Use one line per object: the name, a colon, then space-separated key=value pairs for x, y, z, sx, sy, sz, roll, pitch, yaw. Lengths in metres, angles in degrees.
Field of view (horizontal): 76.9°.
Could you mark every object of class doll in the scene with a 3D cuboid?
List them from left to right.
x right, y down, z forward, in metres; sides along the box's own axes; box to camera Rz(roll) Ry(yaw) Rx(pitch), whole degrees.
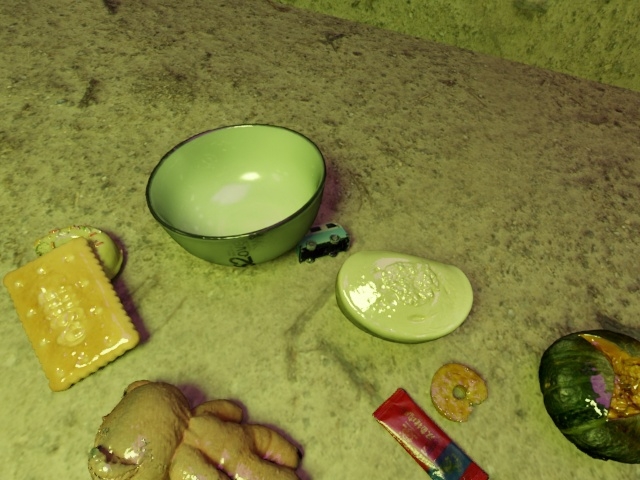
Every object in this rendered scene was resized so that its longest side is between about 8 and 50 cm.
doll: x=-0.177 y=0.327 z=0.590 sx=0.304 sy=0.156 sz=0.201 roll=27 pitch=6 yaw=-11

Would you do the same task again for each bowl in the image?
bowl: x=-0.161 y=-0.075 z=0.859 sx=0.355 sy=0.185 sz=0.353 roll=-2 pitch=49 yaw=2

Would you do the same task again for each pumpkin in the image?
pumpkin: x=0.514 y=0.278 z=0.729 sx=0.238 sy=0.159 sz=0.237 roll=6 pitch=61 yaw=-10

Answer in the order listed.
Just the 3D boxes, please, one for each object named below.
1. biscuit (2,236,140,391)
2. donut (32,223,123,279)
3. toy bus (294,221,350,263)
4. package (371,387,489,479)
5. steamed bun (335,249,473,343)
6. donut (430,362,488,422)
biscuit: x=-0.444 y=0.121 z=0.714 sx=0.160 sy=0.030 sz=0.249 roll=-32 pitch=72 yaw=-15
donut: x=-0.475 y=0.017 z=0.817 sx=0.166 sy=0.065 sz=0.108 roll=23 pitch=49 yaw=8
toy bus: x=0.000 y=0.000 z=0.929 sx=0.123 sy=0.060 sz=0.074 roll=-14 pitch=51 yaw=-19
package: x=0.186 y=0.351 z=0.693 sx=0.083 sy=0.022 sz=0.200 roll=-31 pitch=60 yaw=-31
steamed bun: x=0.149 y=0.119 z=0.774 sx=0.251 sy=0.200 sz=0.154 roll=12 pitch=73 yaw=3
donut: x=0.250 y=0.282 z=0.749 sx=0.108 sy=0.043 sz=0.097 roll=-24 pitch=59 yaw=-26
